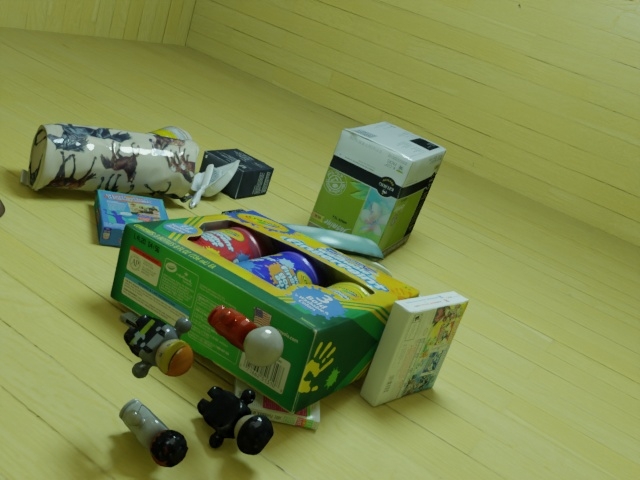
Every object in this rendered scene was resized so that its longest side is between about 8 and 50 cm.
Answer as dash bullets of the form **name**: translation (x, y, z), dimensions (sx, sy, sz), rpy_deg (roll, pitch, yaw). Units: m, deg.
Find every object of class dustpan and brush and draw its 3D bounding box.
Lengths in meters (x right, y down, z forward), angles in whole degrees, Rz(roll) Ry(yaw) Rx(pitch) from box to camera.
- **dustpan and brush**: translation (-0.315, -0.152, 1.901), dimensions (0.060, 0.147, 0.211), rpy_deg (51, 36, -39)

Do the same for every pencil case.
- **pencil case**: translation (-0.514, -0.186, 1.702), dimensions (0.411, 0.183, 0.159), rpy_deg (2, 46, -35)

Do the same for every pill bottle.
- **pill bottle**: translation (-0.458, -0.272, 2.027), dimensions (0.117, 0.117, 0.215), rpy_deg (22, 21, 7)

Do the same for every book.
- **book**: translation (-0.074, 0.264, 1.152), dimensions (0.144, 0.035, 0.096), rpy_deg (15, 24, -10)

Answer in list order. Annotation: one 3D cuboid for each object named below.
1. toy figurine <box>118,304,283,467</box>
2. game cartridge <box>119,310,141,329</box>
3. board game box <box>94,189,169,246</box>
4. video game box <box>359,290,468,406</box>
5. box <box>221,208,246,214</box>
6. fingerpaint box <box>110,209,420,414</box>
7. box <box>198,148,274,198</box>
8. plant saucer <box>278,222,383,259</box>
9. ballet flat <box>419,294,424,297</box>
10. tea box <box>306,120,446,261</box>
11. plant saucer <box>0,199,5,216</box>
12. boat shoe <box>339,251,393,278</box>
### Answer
- **toy figurine**: translation (-0.166, 0.205, 0.966), dimensions (0.210, 0.212, 0.148), rpy_deg (1, 14, -41)
- **game cartridge**: translation (-0.316, 0.150, 1.248), dimensions (0.083, 0.017, 0.056), rpy_deg (27, 19, 20)
- **board game box**: translation (-0.433, -0.046, 1.588), dimensions (0.160, 0.047, 0.210), rpy_deg (8, 24, -24)
- **video game box**: translation (0.177, 0.199, 1.285), dimensions (0.187, 0.205, 0.048), rpy_deg (-2, 28, -44)
- **box**: translation (-0.217, -0.061, 1.847), dimensions (0.067, 0.018, 0.083), rpy_deg (30, 24, 26)
- **fingerpaint box**: translation (-0.097, 0.098, 1.301), dimensions (0.445, 0.163, 0.371), rpy_deg (26, 19, 29)
- **box**: translation (-0.254, -0.204, 2.065), dimensions (0.156, 0.093, 0.158), rpy_deg (29, 22, 24)
- **plant saucer**: translation (0.000, 0.000, 1.666), dimensions (0.318, 0.043, 0.317), rpy_deg (11, -3, 1)
- **ballet flat**: translation (0.174, 0.151, 1.571), dimensions (0.249, 0.086, 0.086), rpy_deg (5, 25, -31)
- **tea box**: translation (0.161, -0.141, 1.942), dimensions (0.220, 0.323, 0.329), rpy_deg (27, 22, 18)
- **plant saucer**: translation (-0.765, -0.092, 1.435), dimensions (0.199, 0.036, 0.198), rpy_deg (16, 22, -7)
- **boat shoe**: translation (0.014, 0.059, 1.618), dimensions (0.320, 0.116, 0.099), rpy_deg (8, 27, -14)
